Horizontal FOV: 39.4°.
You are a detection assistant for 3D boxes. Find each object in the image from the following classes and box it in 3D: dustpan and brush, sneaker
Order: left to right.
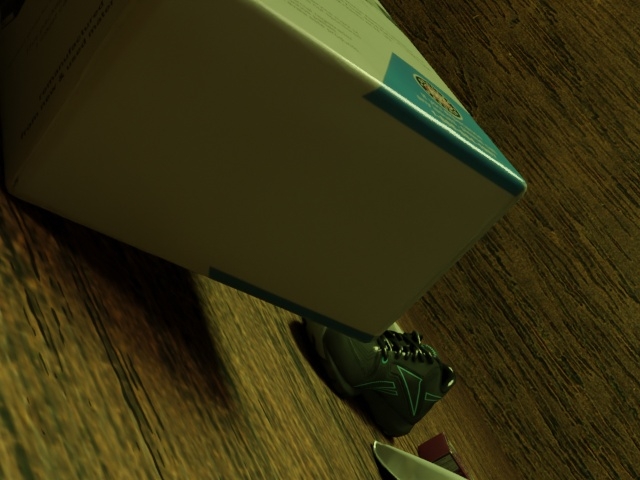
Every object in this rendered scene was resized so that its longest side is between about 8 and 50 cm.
[{"bbox_3d":[0.068,0.128,0.995,0.267,0.106,0.101,47,13,-51],"label":"sneaker"},{"bbox_3d":[0.148,0.272,0.879,0.147,0.060,0.211,35,-16,-29],"label":"dustpan and brush"}]

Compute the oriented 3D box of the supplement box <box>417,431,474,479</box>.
[{"bbox_3d":[0.170,0.306,1.181,0.083,0.043,0.055,57,7,-15],"label":"supplement box"}]

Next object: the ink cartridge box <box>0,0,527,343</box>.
[{"bbox_3d":[-0.072,-0.150,0.653,0.285,0.166,0.395,27,25,-37],"label":"ink cartridge box"}]

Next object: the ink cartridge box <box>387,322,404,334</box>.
[{"bbox_3d":[0.116,0.180,1.311,0.135,0.056,0.099,51,9,-50],"label":"ink cartridge box"}]
